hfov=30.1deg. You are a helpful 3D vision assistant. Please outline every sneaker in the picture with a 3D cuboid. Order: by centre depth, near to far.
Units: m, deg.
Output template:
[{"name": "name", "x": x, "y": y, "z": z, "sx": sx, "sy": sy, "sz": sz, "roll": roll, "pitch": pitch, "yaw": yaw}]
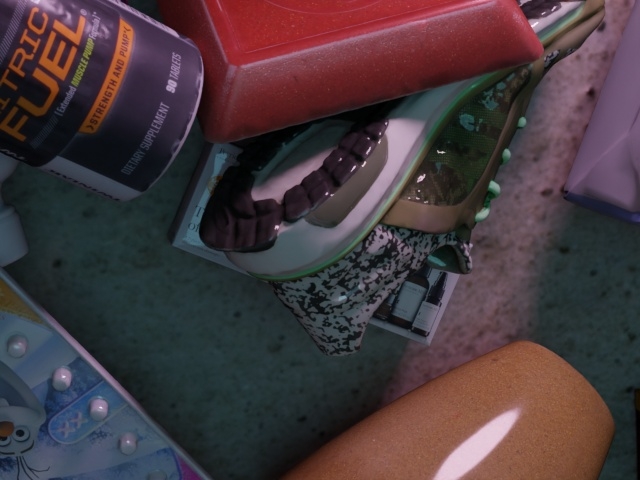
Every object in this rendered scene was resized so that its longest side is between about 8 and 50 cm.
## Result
[{"name": "sneaker", "x": 0.090, "y": -0.065, "z": 0.962, "sx": 0.410, "sy": 0.158, "sz": 0.182, "roll": -40, "pitch": 125, "yaw": -23}]

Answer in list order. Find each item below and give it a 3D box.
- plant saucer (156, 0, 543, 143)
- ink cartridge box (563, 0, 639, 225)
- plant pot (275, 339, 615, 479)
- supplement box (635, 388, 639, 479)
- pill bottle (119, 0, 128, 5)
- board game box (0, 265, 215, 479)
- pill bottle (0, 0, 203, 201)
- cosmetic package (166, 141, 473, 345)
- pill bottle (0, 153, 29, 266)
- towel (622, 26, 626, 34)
[{"name": "plant saucer", "x": 0.004, "y": -0.210, "z": 0.902, "sx": 0.259, "sy": 0.258, "sz": 0.048, "roll": -16, "pitch": 146, "yaw": -8}, {"name": "ink cartridge box", "x": 0.448, "y": -0.095, "z": 1.024, "sx": 0.395, "sy": 0.151, "sz": 0.270, "roll": 16, "pitch": 98, "yaw": -21}, {"name": "plant pot", "x": 0.122, "y": 0.211, "z": 0.995, "sx": 0.254, "sy": 0.237, "sz": 0.237, "roll": -41, "pitch": 104, "yaw": -17}, {"name": "supplement box", "x": 0.405, "y": 0.234, "z": 1.087, "sx": 0.191, "sy": 0.129, "sz": 0.194, "roll": -5, "pitch": 99, "yaw": -11}, {"name": "pill bottle", "x": -0.203, "y": -0.191, "z": 0.918, "sx": 0.108, "sy": 0.108, "sz": 0.193, "roll": -8, "pitch": 100, "yaw": -10}, {"name": "board game box", "x": -0.304, "y": 0.234, "z": 0.914, "sx": 0.390, "sy": 0.050, "sz": 0.390, "roll": -36, "pitch": 114, "yaw": 8}, {"name": "pill bottle", "x": -0.211, "y": -0.127, "z": 0.788, "sx": 0.245, "sy": 0.130, "sz": 0.130, "roll": 24, "pitch": 93, "yaw": -32}, {"name": "cosmetic package", "x": 0.000, "y": 0.000, "z": 1.010, "sx": 0.239, "sy": 0.060, "sz": 0.099, "roll": 21, "pitch": 92, "yaw": -13}, {"name": "pill bottle", "x": -0.314, "y": -0.101, "z": 0.886, "sx": 0.152, "sy": 0.152, "sz": 0.272, "roll": -19, "pitch": 100, "yaw": -8}, {"name": "towel", "x": 0.350, "y": -0.186, "z": 1.070, "sx": 0.148, "sy": 0.027, "sz": 0.110, "roll": 30, "pitch": 92, "yaw": -15}]
